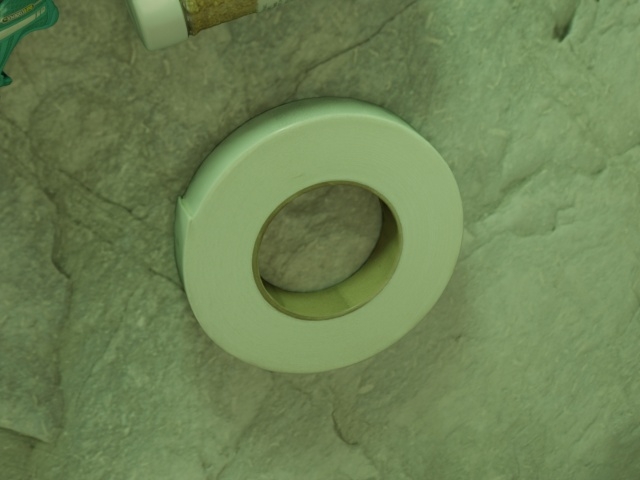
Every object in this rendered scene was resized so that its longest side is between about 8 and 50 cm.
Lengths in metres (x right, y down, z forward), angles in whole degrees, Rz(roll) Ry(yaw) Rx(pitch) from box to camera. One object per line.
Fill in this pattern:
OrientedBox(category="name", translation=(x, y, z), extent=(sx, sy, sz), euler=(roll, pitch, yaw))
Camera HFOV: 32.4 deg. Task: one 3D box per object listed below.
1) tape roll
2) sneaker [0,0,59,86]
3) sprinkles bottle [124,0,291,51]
OrientedBox(category="tape roll", translation=(0.000, 0.000, 1.462), extent=(0.392, 0.072, 0.392), euler=(-9, 120, -16))
OrientedBox(category="sneaker", translation=(-0.398, -0.182, 1.207), extent=(0.275, 0.107, 0.110), euler=(-45, 132, 8))
OrientedBox(category="sprinkles bottle", translation=(-0.050, -0.326, 1.238), extent=(0.355, 0.121, 0.121), euler=(-21, 122, -8))
